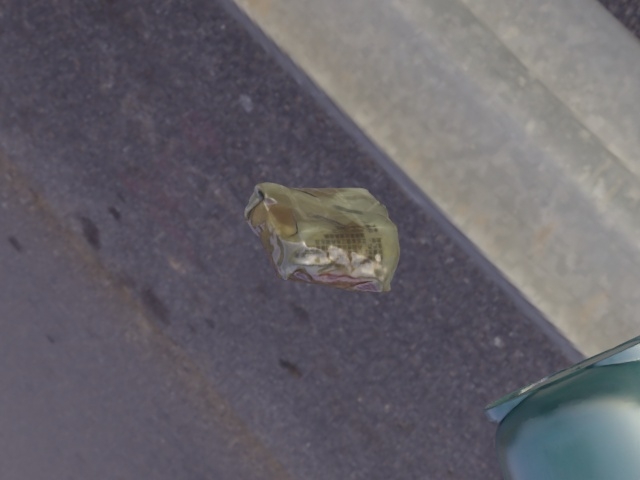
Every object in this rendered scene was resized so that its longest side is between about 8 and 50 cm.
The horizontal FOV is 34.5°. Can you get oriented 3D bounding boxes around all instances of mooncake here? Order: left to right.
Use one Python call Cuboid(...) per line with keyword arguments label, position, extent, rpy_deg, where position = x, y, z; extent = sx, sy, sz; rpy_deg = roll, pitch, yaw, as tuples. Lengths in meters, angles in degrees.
Cuboid(label="mooncake", position=(0.000, 0.000, 0.947), extent=(0.130, 0.125, 0.073), rpy_deg=(-124, 42, -59))

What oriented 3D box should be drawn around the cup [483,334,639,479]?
Cuboid(label="cup", position=(0.311, 0.214, 0.899), extent=(0.289, 0.219, 0.258), rpy_deg=(-31, 80, 30))
